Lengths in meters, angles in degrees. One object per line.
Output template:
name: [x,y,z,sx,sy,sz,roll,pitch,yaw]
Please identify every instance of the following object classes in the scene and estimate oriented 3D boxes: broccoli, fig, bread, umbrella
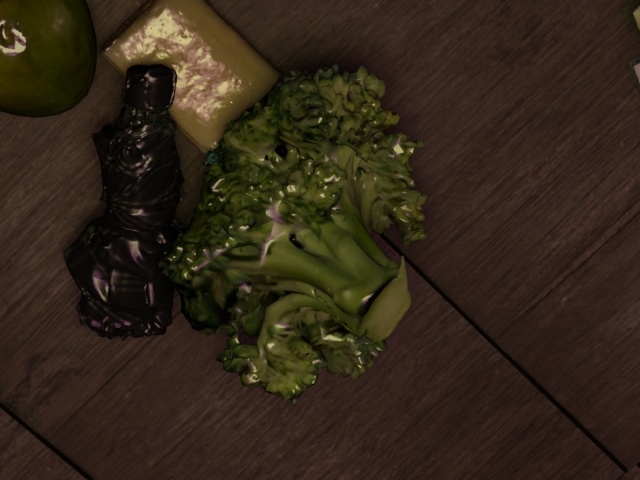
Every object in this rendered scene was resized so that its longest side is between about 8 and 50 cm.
broccoli: [-0.014,0.002,1.762,0.338,0.317,0.277,-32,148,26]
fig: [-0.329,-0.221,1.700,0.181,0.181,0.191,-41,133,7]
bread: [-0.153,-0.205,1.788,0.178,0.060,0.139,42,99,-18]
umbrella: [-0.231,-0.045,1.789,0.154,0.128,0.336,-11,117,-14]

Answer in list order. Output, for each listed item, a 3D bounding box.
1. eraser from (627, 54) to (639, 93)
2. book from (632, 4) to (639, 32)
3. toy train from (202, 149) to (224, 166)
eraser: [0.456,-0.178,1.896,0.104,0.023,0.150,-26,110,0]
book: [0.563,-0.217,1.878,0.239,0.035,0.352,-40,110,-3]
toy train: [-0.097,-0.106,1.846,0.092,0.029,0.045,-25,117,0]
